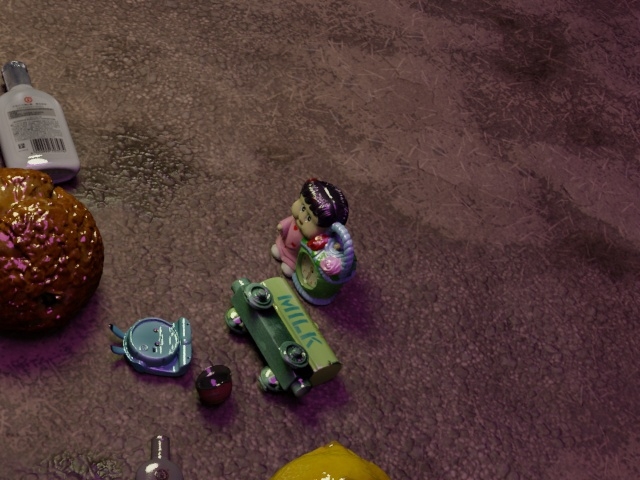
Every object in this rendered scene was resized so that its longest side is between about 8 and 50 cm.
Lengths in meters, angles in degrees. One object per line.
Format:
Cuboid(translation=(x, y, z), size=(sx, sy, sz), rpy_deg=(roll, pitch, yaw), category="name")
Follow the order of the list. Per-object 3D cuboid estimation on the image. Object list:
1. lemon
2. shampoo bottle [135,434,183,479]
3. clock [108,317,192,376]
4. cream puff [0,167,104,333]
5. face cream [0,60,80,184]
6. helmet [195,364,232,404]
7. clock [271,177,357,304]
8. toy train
Cuboid(translation=(0.017, 0.462, 1.727), size=(0.268, 0.268, 0.322), rpy_deg=(21, 60, -3), category="lemon")
Cuboid(translation=(-0.261, 0.395, 1.829), size=(0.079, 0.040, 0.165), rpy_deg=(7, 51, -13), category="shampoo bottle")
Cuboid(translation=(-0.301, 0.183, 1.990), size=(0.147, 0.045, 0.108), rpy_deg=(6, 49, -16), category="clock")
Cuboid(translation=(-0.521, 0.001, 1.948), size=(0.302, 0.212, 0.303), rpy_deg=(9, 48, -10), category="cream puff")
Cuboid(translation=(-0.572, -0.233, 2.218), size=(0.143, 0.071, 0.291), rpy_deg=(-8, 56, -28), category="face cream")
Cuboid(translation=(-0.181, 0.257, 1.969), size=(0.065, 0.049, 0.084), rpy_deg=(-12, 20, 9), category="helmet")
Cuboid(translation=(0.000, 0.000, 2.155), size=(0.100, 0.195, 0.194), rpy_deg=(-13, 56, -33), category="clock")
Cuboid(translation=(-0.062, 0.170, 2.063), size=(0.157, 0.105, 0.253), rpy_deg=(-7, 53, -43), category="toy train")
